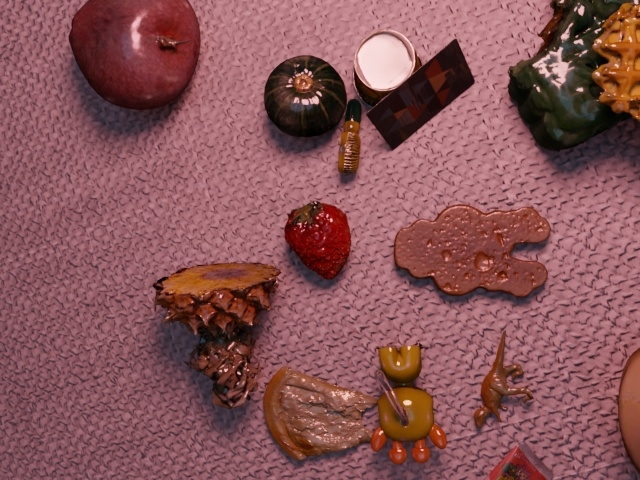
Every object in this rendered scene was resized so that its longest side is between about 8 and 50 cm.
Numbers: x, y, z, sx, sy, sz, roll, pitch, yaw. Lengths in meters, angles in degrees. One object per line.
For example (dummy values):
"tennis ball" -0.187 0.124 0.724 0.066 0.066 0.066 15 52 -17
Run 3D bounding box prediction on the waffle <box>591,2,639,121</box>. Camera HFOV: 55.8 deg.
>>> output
"waffle" 0.582 -0.291 0.956 0.280 0.060 0.262 -44 91 8

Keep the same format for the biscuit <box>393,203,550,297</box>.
"biscuit" 0.292 0.018 1.181 0.294 0.044 0.186 5 87 10

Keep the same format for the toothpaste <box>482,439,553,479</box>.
"toothpaste" 0.333 0.496 1.168 0.234 0.057 0.089 -42 81 0

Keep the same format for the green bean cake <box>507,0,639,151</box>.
"green bean cake" 0.486 -0.351 1.081 0.307 0.169 0.300 -28 86 10

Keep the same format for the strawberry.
"strawberry" 0.003 -0.006 1.206 0.131 0.131 0.148 -35 113 9

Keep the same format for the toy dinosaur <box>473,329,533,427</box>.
"toy dinosaur" 0.333 0.271 1.173 0.126 0.039 0.162 -24 84 11

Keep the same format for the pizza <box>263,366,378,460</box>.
"pizza" 0.005 0.368 1.238 0.261 0.034 0.181 9 91 11

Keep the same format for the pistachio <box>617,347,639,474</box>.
"pistachio" 0.702 0.291 0.993 0.445 0.281 0.366 20 97 -7

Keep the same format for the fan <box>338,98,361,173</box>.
"fan" 0.063 -0.211 1.213 0.039 0.082 0.155 6 79 6

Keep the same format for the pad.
"pad" 0.196 -0.274 1.159 0.211 0.143 0.003 -40 55 9

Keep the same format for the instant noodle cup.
"instant noodle cup" 0.126 -0.335 1.175 0.151 0.122 0.152 0 92 13

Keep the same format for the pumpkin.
"pumpkin" -0.029 -0.286 1.202 0.167 0.125 0.167 -4 74 14

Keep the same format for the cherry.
"cherry" -0.379 -0.396 1.230 0.307 0.221 0.261 12 84 24

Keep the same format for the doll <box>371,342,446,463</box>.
"doll" 0.164 0.311 1.156 0.142 0.135 0.221 -4 77 9

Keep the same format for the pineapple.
"pineapple" -0.194 0.199 1.202 0.262 0.262 0.272 -2 102 11
